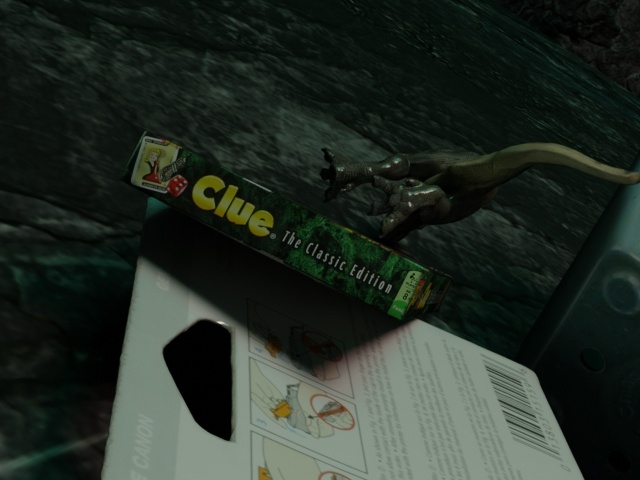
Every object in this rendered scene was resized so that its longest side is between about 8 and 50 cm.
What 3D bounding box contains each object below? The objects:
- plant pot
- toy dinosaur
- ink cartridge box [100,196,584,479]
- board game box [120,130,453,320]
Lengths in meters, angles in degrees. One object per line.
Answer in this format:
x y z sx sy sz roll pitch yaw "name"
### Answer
0.264 0.057 0.662 0.247 0.248 0.252 41 43 22 "plant pot"
0.073 -0.035 0.677 0.118 0.064 0.268 -3 -2 -21 "toy dinosaur"
0.017 0.106 0.445 0.238 0.060 0.275 24 22 -16 "ink cartridge box"
0.000 0.000 0.563 0.136 0.030 0.259 24 1 10 "board game box"
